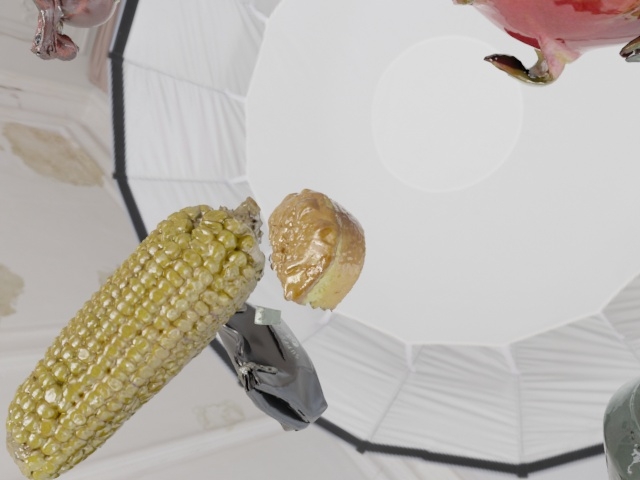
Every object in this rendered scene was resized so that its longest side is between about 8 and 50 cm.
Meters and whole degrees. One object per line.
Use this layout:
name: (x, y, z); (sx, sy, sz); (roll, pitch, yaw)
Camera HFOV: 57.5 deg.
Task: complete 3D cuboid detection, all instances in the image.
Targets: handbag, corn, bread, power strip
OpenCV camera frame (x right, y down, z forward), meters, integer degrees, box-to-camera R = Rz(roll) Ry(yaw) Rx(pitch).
handbag: (-0.138, 0.249, 1.305); (0.342, 0.152, 0.288); (55, -176, 29)
corn: (-0.168, 0.083, 0.556); (0.119, 0.322, 0.119); (38, 167, 11)
bread: (0.000, 0.000, 1.014); (0.143, 0.139, 0.229); (28, -147, -38)
power strip: (-0.083, 0.123, 0.943); (0.017, 0.027, 0.083); (6, 172, 19)

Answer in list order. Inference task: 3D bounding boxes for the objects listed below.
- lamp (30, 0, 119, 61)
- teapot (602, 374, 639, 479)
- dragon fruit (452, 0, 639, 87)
lamp: (-0.508, -0.489, 1.182); (0.223, 0.215, 0.151); (-28, -142, -32)
teapot: (0.300, 0.235, 0.476); (0.203, 0.225, 0.171); (-23, -143, -25)
dragon fruit: (0.189, -0.263, 0.467); (0.305, 0.225, 0.305); (54, -170, -14)
